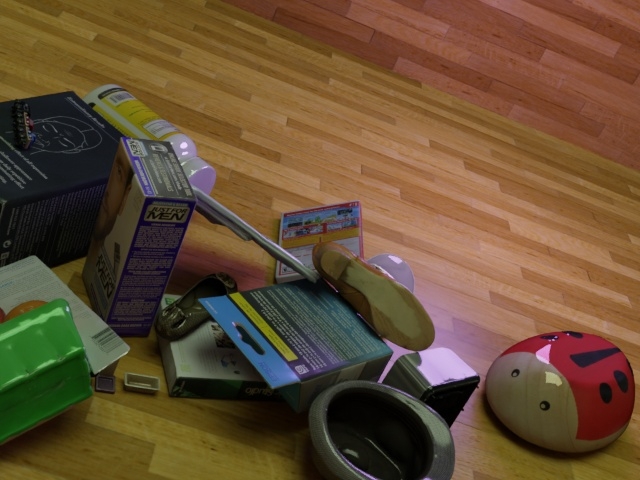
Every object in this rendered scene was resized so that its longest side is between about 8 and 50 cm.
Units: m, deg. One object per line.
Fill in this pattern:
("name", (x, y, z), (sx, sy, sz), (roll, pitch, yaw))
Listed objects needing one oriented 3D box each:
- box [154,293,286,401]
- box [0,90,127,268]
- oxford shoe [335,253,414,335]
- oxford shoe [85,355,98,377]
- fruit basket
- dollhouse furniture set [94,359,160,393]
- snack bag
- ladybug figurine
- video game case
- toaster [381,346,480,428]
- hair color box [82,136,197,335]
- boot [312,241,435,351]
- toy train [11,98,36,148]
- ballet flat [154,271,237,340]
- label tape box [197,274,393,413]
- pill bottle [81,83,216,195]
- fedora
("box", (-0.158, 0.215, 1.755), (0.322, 0.058, 0.232), (8, 35, -26))
("box", (-0.583, -0.118, 1.790), (0.293, 0.212, 0.395), (38, 34, 21))
("oxford shoe", (0.123, 0.124, 2.028), (0.169, 0.130, 0.449), (31, 30, 12))
("oxford shoe", (-0.483, 0.158, 1.575), (0.096, 0.083, 0.227), (-12, 46, -40))
("fruit basket", (-0.535, 0.172, 1.443), (0.327, 0.165, 0.353), (-27, 38, -33))
("dollhouse furniture set", (-0.337, 0.218, 1.589), (0.114, 0.081, 0.091), (13, 33, -20))
("snack bag", (-0.182, -0.031, 1.837), (0.342, 0.037, 0.323), (36, -4, -21))
("ladybug figurine", (0.568, 0.322, 2.020), (0.449, 0.162, 0.305), (-9, 45, -44))
("video game case", (0.000, 0.000, 2.120), (0.204, 0.025, 0.285), (-9, 33, 7))
("toaster", (0.200, 0.315, 1.761), (0.185, 0.168, 0.110), (-4, 39, -42))
("hair color box", (-0.347, -0.002, 1.662), (0.110, 0.339, 0.185), (4, 37, -32))
("boot", (0.106, 0.102, 1.816), (0.295, 0.104, 0.211), (40, 2, -3))
("toy train", (-0.577, -0.226, 1.727), (0.036, 0.027, 0.158), (18, 30, -34))
("ballet flat", (-0.234, 0.117, 1.734), (0.084, 0.058, 0.250), (34, 32, 13))
("label tape box", (-0.058, 0.199, 1.688), (0.333, 0.106, 0.240), (-9, 44, -46))
("pill bottle", (-0.412, -0.203, 2.066), (0.334, 0.188, 0.188), (37, 33, 18))
("fedora", (0.092, 0.380, 1.602), (0.275, 0.124, 0.244), (18, 42, -13))
